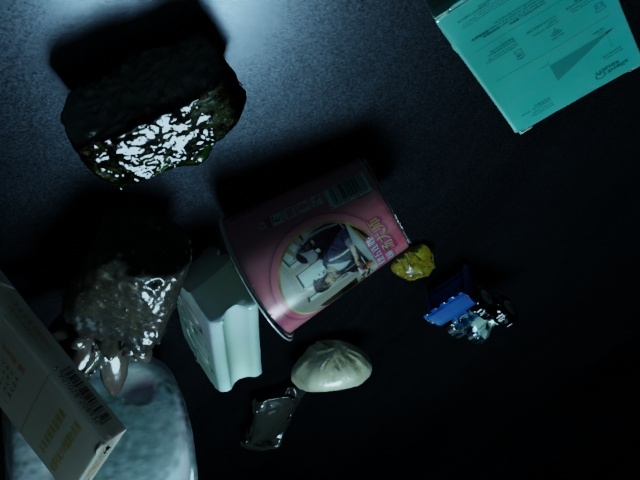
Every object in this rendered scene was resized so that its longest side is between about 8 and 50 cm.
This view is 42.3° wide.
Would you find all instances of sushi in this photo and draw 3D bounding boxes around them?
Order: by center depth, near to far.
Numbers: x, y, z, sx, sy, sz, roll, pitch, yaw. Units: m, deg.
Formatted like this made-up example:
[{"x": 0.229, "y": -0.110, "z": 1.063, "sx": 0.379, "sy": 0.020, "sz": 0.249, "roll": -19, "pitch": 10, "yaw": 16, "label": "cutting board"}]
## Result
[{"x": -0.206, "y": -0.160, "z": 1.046, "sx": 0.225, "sy": 0.124, "sz": 0.127, "roll": -26, "pitch": 148, "yaw": 3, "label": "sushi"}]

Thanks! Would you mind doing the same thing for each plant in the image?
[{"x": -0.326, "y": 0.109, "z": 1.321, "sx": 0.181, "sy": 0.194, "sz": 0.321, "roll": 21, "pitch": 129, "yaw": -13, "label": "plant"}]

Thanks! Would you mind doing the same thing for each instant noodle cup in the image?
[{"x": 0.000, "y": 0.000, "z": 1.322, "sx": 0.255, "sy": 0.244, "sz": 0.244, "roll": -30, "pitch": 147, "yaw": 4, "label": "instant noodle cup"}]

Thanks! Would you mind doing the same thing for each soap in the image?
[{"x": -0.184, "y": 0.137, "z": 1.456, "sx": 0.095, "sy": 0.173, "sz": 0.290, "roll": -27, "pitch": 152, "yaw": -19, "label": "soap"}]

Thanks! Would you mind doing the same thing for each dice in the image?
[{"x": -0.444, "y": 0.427, "z": 1.640, "sx": 0.348, "sy": 0.331, "sz": 0.328, "roll": -2, "pitch": 146, "yaw": -22, "label": "dice"}]

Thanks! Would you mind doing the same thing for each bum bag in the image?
[{"x": -0.129, "y": 0.444, "z": 2.069, "sx": 0.142, "sy": 0.080, "sz": 0.326, "roll": -9, "pitch": 145, "yaw": -27, "label": "bum bag"}]

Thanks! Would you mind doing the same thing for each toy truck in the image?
[{"x": 0.313, "y": 0.132, "z": 1.753, "sx": 0.208, "sy": 0.126, "sz": 0.113, "roll": 21, "pitch": 132, "yaw": -40, "label": "toy truck"}]

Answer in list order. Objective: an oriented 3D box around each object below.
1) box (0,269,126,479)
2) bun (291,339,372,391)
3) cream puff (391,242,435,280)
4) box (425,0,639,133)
[{"x": -0.460, "y": 0.210, "z": 1.293, "sx": 0.051, "sy": 0.365, "sz": 0.205, "roll": -31, "pitch": 165, "yaw": -45, "label": "box"}, {"x": 0.020, "y": 0.272, "z": 1.847, "sx": 0.183, "sy": 0.102, "sz": 0.183, "roll": -8, "pitch": -178, "yaw": 0, "label": "bun"}, {"x": 0.183, "y": 0.046, "z": 1.617, "sx": 0.083, "sy": 0.058, "sz": 0.083, "roll": 7, "pitch": 139, "yaw": -32, "label": "cream puff"}, {"x": 0.275, "y": -0.295, "z": 1.081, "sx": 0.205, "sy": 0.118, "sz": 0.311, "roll": -28, "pitch": 146, "yaw": 21, "label": "box"}]
